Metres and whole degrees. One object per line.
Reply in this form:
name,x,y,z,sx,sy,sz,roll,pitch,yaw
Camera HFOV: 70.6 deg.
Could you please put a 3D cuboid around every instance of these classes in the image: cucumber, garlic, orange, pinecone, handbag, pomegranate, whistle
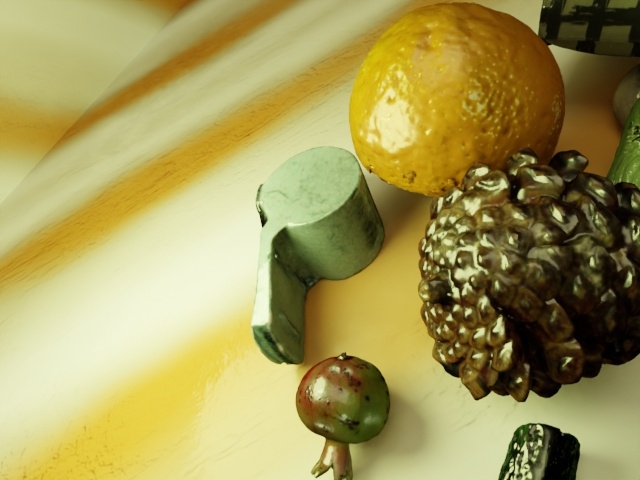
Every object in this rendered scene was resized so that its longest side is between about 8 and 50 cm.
cucumber,0.209,0.315,0.480,0.074,0.074,0.242,14,61,35
garlic,0.565,-0.249,0.778,0.101,0.087,0.196,26,63,26
orange,0.216,-0.223,0.741,0.340,0.294,0.341,6,16,-2
pinecone,0.264,0.037,0.568,0.295,0.242,0.299,-15,68,11
handbag,0.595,-0.411,0.784,0.325,0.163,0.327,20,33,34
pomegranate,0.023,0.234,0.617,0.129,0.129,0.159,31,97,41
whistle,-0.030,0.006,0.794,0.188,0.168,0.405,15,60,35

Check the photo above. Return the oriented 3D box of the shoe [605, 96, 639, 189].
shoe,0.496,-0.094,0.647,0.139,0.128,0.263,6,70,40
